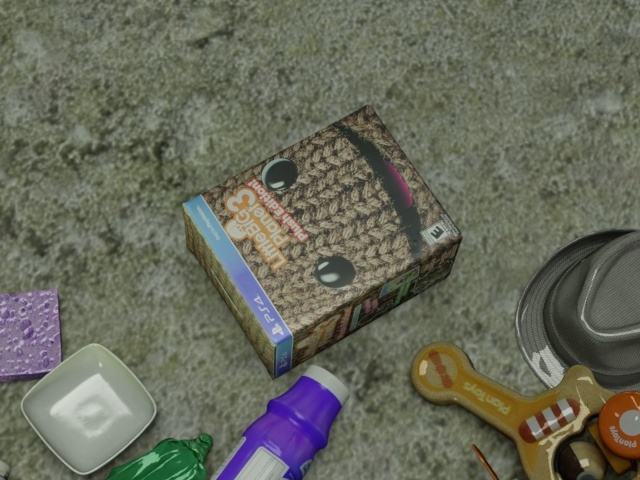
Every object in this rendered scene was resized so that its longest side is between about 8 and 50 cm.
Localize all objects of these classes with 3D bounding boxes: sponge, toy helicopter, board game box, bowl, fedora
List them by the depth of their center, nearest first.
[{"bbox_3d":[0.260,0.251,1.758,0.355,0.140,0.235,29,85,24],"label":"toy helicopter"},{"bbox_3d":[-0.294,0.221,1.772,0.142,0.053,0.142,-40,73,-17],"label":"bowl"},{"bbox_3d":[-0.446,0.131,1.815,0.210,0.031,0.117,-5,67,-5],"label":"sponge"},{"bbox_3d":[0.402,0.086,1.821,0.275,0.124,0.244,-30,71,-14],"label":"fedora"},{"bbox_3d":[0.000,0.000,1.830,0.291,0.141,0.232,-30,72,-14],"label":"board game box"}]

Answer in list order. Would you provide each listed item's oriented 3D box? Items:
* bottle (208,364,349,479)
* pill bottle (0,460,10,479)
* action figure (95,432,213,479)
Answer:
[{"bbox_3d":[-0.070,0.284,1.721,0.092,0.118,0.283,34,69,12],"label":"bottle"},{"bbox_3d":[-0.436,0.327,1.713,0.067,0.067,0.120,16,67,4],"label":"pill bottle"},{"bbox_3d":[-0.224,0.323,1.727,0.232,0.063,0.137,-39,72,-13],"label":"action figure"}]
